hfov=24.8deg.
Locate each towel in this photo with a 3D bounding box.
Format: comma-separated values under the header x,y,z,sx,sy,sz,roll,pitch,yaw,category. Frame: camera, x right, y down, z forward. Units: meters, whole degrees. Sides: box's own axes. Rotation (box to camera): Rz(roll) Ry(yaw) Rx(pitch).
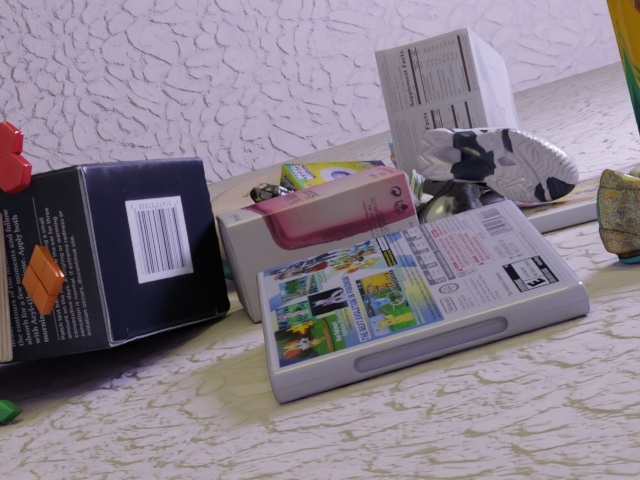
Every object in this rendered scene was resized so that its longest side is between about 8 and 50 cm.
x,y,z,sx,sy,sz,roll,pitch,yaw,category
0.075,-0.029,1.961,0.152,0.023,0.113,-39,12,19,towel

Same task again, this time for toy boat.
x,y,z,sx,sy,sz,roll,pitch,yaw,category
-0.137,-0.005,2.156,0.318,0.148,0.267,-3,18,29,toy boat

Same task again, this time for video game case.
x,y,z,sx,sy,sz,roll,pitch,yaw,category
0.087,0.052,1.467,0.300,0.036,0.329,-16,16,0,video game case
0.311,-0.046,1.864,0.227,0.026,0.206,-15,8,11,video game case

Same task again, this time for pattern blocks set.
x,y,z,sx,sy,sz,roll,pitch,yaw,category
-0.413,0.053,1.624,0.285,0.324,0.026,-19,-13,22,pattern blocks set

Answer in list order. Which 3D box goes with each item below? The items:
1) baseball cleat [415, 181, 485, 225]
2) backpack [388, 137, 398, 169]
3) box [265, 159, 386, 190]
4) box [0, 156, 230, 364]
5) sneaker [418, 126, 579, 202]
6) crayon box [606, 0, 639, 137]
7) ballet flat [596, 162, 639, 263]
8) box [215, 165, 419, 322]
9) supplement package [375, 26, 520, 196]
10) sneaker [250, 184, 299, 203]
x,y,z,sx,sy,sz,roll,pitch,yaw,category
0.157,-0.042,1.986,0.109,0.072,0.206,-16,5,20,baseball cleat
0.208,-0.157,2.514,0.182,0.115,0.152,-12,11,45,backpack
0.021,-0.073,2.047,0.179,0.043,0.105,-6,31,-21,box
-0.363,0.036,1.795,0.395,0.212,0.293,-9,1,24,box
0.262,-0.104,1.919,0.235,0.094,0.153,4,8,40,sneaker
0.524,-0.291,2.058,0.202,0.318,0.081,-17,8,0,crayon box
0.445,-0.077,1.488,0.349,0.123,0.123,-17,8,-6,ballet flat
0.000,0.000,1.809,0.232,0.126,0.148,-17,8,-7,box
0.201,-0.181,2.167,0.145,0.204,0.262,-13,-7,18,supplement package
-0.006,-0.047,1.932,0.227,0.130,0.087,-37,10,-15,sneaker
